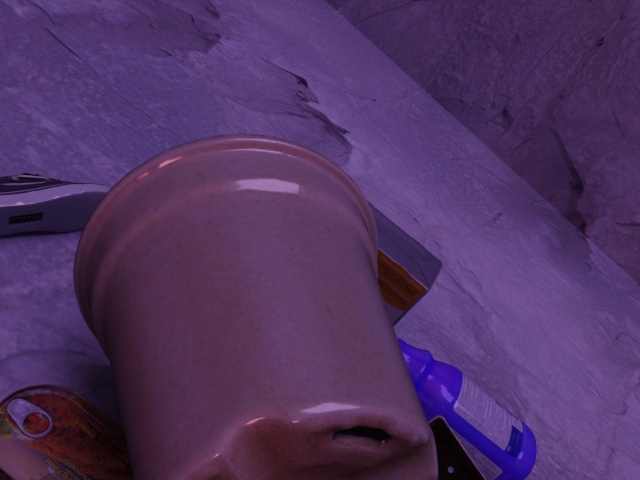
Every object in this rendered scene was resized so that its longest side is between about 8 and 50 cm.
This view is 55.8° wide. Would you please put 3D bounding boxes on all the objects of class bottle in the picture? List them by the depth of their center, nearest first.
[{"bbox_3d":[0.191,0.249,0.916,0.283,0.092,0.118,39,27,2],"label":"bottle"}]

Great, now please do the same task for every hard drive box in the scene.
[{"bbox_3d":[0.024,0.067,0.849,0.181,0.232,0.089,40,31,4],"label":"hard drive box"}]

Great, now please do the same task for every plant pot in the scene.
[{"bbox_3d":[-0.053,0.119,0.556,0.334,0.333,0.305,18,26,-30],"label":"plant pot"},{"bbox_3d":[0.145,0.304,0.775,0.109,0.109,0.096,55,0,26],"label":"plant pot"}]

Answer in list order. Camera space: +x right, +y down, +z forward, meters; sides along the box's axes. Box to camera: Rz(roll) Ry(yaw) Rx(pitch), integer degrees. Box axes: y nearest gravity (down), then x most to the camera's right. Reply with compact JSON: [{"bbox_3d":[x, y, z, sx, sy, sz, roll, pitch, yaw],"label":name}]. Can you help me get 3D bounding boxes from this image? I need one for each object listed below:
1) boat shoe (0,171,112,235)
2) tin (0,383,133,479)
[{"bbox_3d":[-0.362,-0.055,0.763,0.219,0.077,0.070,-10,56,-49],"label":"boat shoe"},{"bbox_3d":[-0.232,0.218,0.575,0.190,0.040,0.106,40,27,3],"label":"tin"}]
